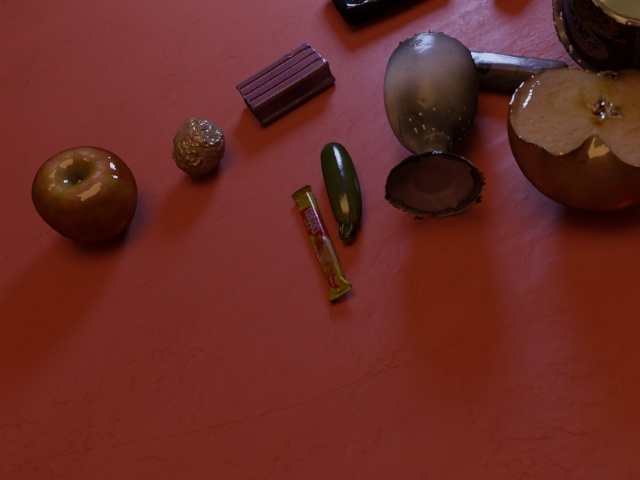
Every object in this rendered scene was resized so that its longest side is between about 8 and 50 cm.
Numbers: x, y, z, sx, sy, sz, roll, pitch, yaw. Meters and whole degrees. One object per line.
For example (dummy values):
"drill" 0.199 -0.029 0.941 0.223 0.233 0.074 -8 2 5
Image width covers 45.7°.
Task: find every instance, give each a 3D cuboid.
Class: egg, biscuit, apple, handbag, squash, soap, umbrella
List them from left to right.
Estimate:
"apple" -0.500 -0.093 1.641 0.210 0.173 0.235 -35 56 -12
"egg" -0.267 -0.207 1.664 0.118 0.116 0.140 12 54 -2
"soap" -0.080 -0.357 1.737 0.203 0.065 0.122 -32 47 -3
"biscuit" 0.000 0.000 1.434 0.048 0.026 0.292 -39 44 17
"squash" 0.043 -0.106 1.474 0.066 0.066 0.252 -20 48 8
"handbag" 0.151 -0.646 1.862 0.275 0.088 0.244 -23 49 1
"umbrella" 0.336 -0.346 1.540 0.337 0.067 0.073 17 48 34
"apple" 0.456 -0.157 1.264 0.293 0.163 0.251 13 50 16

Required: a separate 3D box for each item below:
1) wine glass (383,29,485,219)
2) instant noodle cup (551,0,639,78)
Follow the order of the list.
"wine glass" 0.208 -0.222 1.415 0.191 0.190 0.357 -10 48 17
"instant noodle cup" 0.557 -0.448 1.292 0.340 0.266 0.339 0 90 21
